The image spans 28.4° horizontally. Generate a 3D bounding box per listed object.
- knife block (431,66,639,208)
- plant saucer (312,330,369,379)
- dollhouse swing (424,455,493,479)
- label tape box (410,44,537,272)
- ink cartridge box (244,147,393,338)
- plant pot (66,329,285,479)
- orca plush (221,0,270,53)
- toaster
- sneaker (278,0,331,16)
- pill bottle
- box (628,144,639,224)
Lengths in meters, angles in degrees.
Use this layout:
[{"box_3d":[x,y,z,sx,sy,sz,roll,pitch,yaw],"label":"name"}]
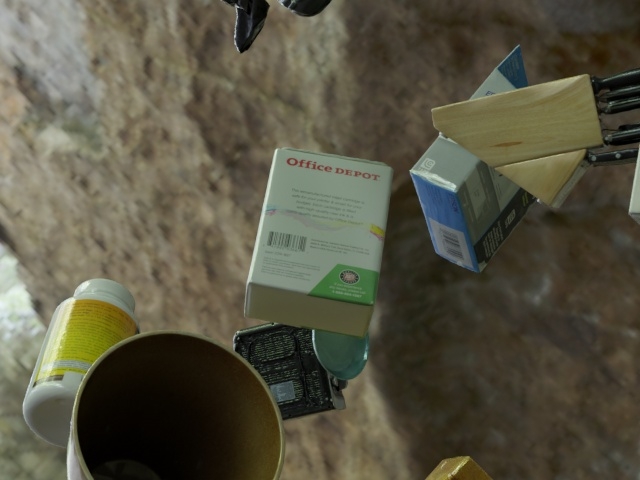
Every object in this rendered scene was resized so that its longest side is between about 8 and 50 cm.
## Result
[{"box_3d":[0.320,-0.175,1.654,0.275,0.242,0.088,36,9,16],"label":"knife block"},{"box_3d":[0.025,0.142,1.816,0.021,0.119,0.119,-13,-54,41],"label":"plant saucer"},{"box_3d":[0.154,0.489,1.497,0.305,0.347,0.315,43,-9,6],"label":"dollhouse swing"},{"box_3d":[0.329,-0.150,2.338,0.115,0.348,0.249,28,-24,34],"label":"label tape box"},{"box_3d":[0.000,0.000,1.563,0.154,0.212,0.093,10,-33,0],"label":"ink cartridge box"},{"box_3d":[-0.195,0.262,1.452,0.237,0.237,0.254,42,-37,3],"label":"plant pot"},{"box_3d":[-0.161,-0.287,1.199,0.287,0.102,0.151,54,-2,8],"label":"orca plush"},{"box_3d":[-0.055,0.221,2.111,0.110,0.185,0.168,23,54,-69],"label":"toaster"},{"box_3d":[0.016,-0.341,1.500,0.124,0.107,0.283,38,32,-30],"label":"sneaker"},{"box_3d":[-0.297,0.150,1.607,0.117,0.215,0.117,3,-48,4],"label":"pill bottle"},{"box_3d":[0.405,-0.140,1.337,0.094,0.275,0.113,5,-11,33],"label":"box"}]
